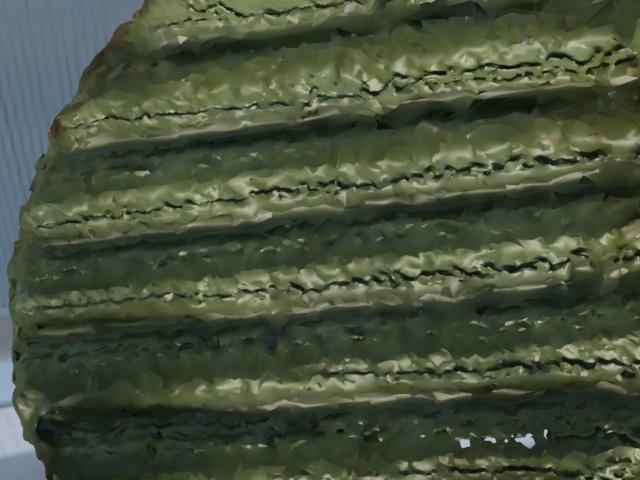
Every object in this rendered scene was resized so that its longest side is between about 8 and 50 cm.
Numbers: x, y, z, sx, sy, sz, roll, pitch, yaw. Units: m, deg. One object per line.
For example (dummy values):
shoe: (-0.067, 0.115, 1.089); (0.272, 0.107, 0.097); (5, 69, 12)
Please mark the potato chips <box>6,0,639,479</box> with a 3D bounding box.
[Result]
potato chips: (0.000, 0.000, 0.592); (0.429, 0.359, 0.070); (-9, 180, 26)
